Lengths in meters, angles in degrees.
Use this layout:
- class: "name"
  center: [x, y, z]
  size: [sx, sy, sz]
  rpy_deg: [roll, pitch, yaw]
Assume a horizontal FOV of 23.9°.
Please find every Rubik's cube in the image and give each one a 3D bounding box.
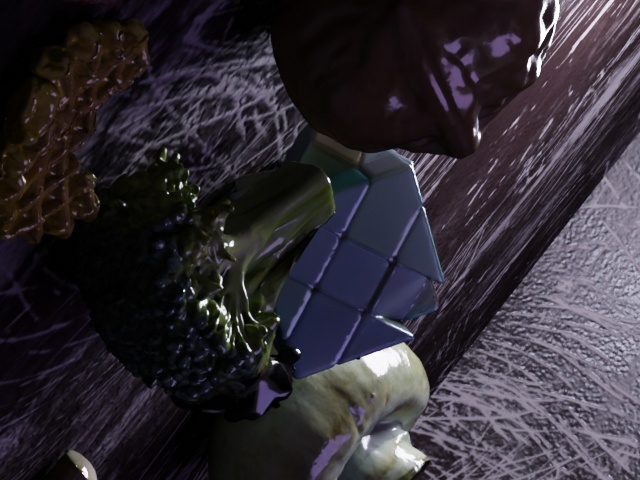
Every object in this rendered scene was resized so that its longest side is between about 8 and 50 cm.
- class: "Rubik's cube"
  center: [0.000, 0.000, 1.579]
  size: [0.224, 0.265, 0.213]
  rpy_deg: [-17, -162, -7]

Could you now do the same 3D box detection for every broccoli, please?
- class: "broccoli"
  center: [-0.087, 0.028, 1.333]
  size: [0.243, 0.247, 0.263]
  rpy_deg: [-39, 178, -20]

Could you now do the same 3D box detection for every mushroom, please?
- class: "mushroom"
  center: [0.001, 0.263, 2.021]
  size: [0.352, 0.260, 0.352]
  rpy_deg: [-45, 166, -14]

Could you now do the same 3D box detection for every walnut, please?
- class: "walnut"
  center: [0.084, -0.189, 1.362]
  size: [0.273, 0.273, 0.227]
  rpy_deg: [-7, 101, -68]

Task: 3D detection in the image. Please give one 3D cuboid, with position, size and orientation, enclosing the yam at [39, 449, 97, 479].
- class: "yam"
  center: [-0.348, 0.346, 1.604]
  size: [0.299, 0.066, 0.066]
  rpy_deg: [-48, 163, -20]

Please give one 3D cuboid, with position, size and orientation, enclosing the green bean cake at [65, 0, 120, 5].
- class: "green bean cake"
  center: [-0.149, -0.221, 0.977]
  size: [0.135, 0.056, 0.135]
  rpy_deg: [-57, 164, 16]

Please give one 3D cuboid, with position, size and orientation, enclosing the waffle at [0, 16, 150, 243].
- class: "waffle"
  center: [-0.196, -0.083, 1.147]
  size: [0.194, 0.051, 0.149]
  rpy_deg: [-63, 161, 17]
